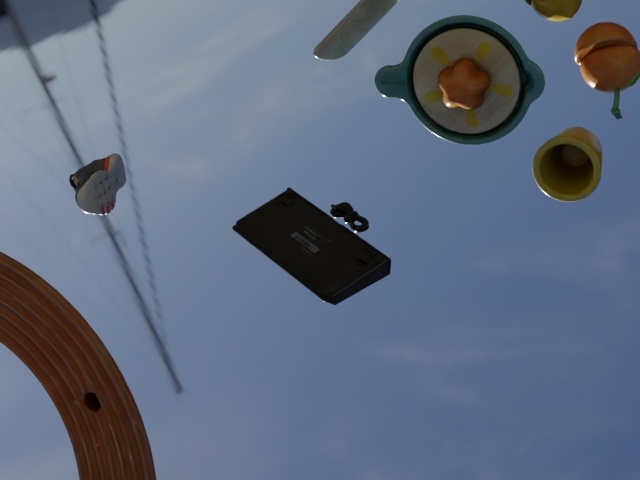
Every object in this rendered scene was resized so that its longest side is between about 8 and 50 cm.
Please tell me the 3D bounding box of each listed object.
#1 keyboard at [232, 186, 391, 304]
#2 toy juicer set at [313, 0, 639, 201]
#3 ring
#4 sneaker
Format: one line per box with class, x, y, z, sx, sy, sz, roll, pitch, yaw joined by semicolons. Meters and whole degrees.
keyboard;0.000;0.000;1.367;0.108;0.023;0.180;-33;-138;-19
toy juicer set;0.160;-0.192;1.346;0.089;0.329;0.209;-48;164;-58
ring;-0.258;0.157;0.991;0.336;0.336;0.032;-17;-175;30
sneaker;-0.314;-0.072;1.858;0.065;0.061;0.158;-7;-162;11
